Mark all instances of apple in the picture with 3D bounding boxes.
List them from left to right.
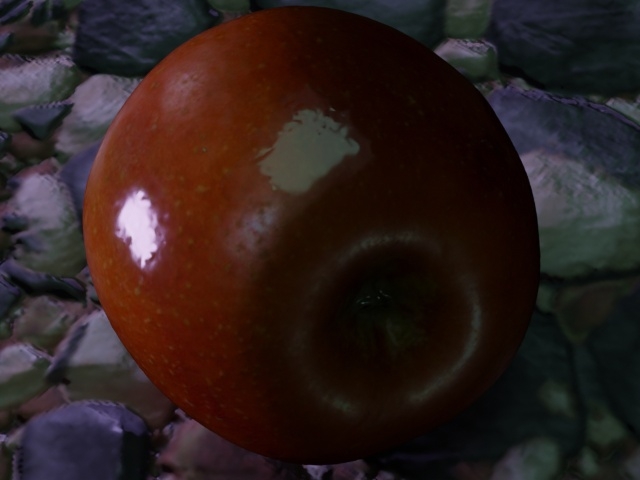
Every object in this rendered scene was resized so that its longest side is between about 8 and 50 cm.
[{"bbox_3d":[0.000,0.000,0.633,0.163,0.163,0.139,-18,39,-12],"label":"apple"}]
